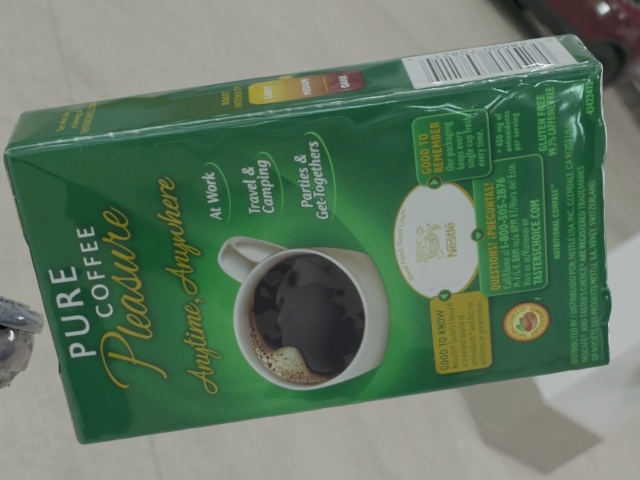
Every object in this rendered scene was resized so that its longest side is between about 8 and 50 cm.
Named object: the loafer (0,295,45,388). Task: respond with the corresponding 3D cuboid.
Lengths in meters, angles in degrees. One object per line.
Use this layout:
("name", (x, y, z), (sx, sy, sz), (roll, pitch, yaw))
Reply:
("loafer", (-0.217, 0.047, 0.471), (0.302, 0.109, 0.095), (28, 75, -71))

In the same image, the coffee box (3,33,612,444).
("coffee box", (0.000, 0.000, 0.396), (0.040, 0.184, 0.113), (-100, -179, -62))
